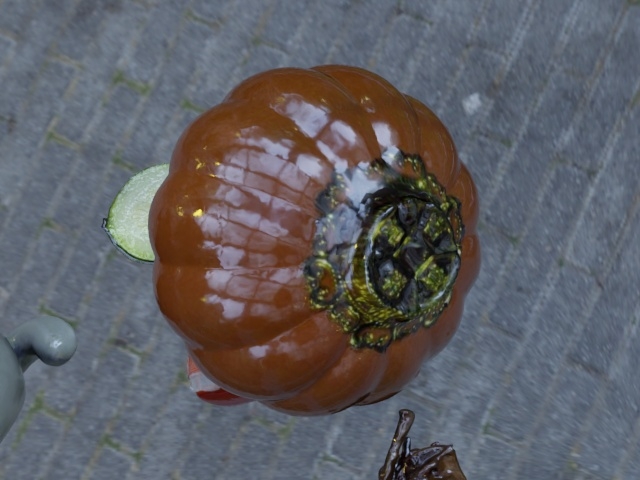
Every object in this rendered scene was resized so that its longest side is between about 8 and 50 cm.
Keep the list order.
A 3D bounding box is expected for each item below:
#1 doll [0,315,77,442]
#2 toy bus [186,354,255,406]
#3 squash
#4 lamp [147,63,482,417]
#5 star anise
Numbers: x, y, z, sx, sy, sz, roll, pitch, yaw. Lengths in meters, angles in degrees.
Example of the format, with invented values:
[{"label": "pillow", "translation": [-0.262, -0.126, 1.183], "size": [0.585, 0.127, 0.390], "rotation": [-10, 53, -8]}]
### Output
[{"label": "doll", "translation": [-0.383, 0.087, 0.945], "size": [0.215, 0.370, 0.226], "rotation": [-37, 35, 34]}, {"label": "toy bus", "translation": [-0.067, 0.126, 1.362], "size": [0.174, 0.079, 0.077], "rotation": [-20, 59, 36]}, {"label": "squash", "translation": [-0.164, -0.031, 1.675], "size": [0.137, 0.287, 0.137], "rotation": [-1, 88, 15]}, {"label": "lamp", "translation": [0.000, 0.000, 0.809], "size": [0.196, 0.223, 0.223], "rotation": [10, 80, 54]}, {"label": "star anise", "translation": [0.099, 0.303, 1.257], "size": [0.126, 0.190, 0.220], "rotation": [-19, 54, -8]}]
